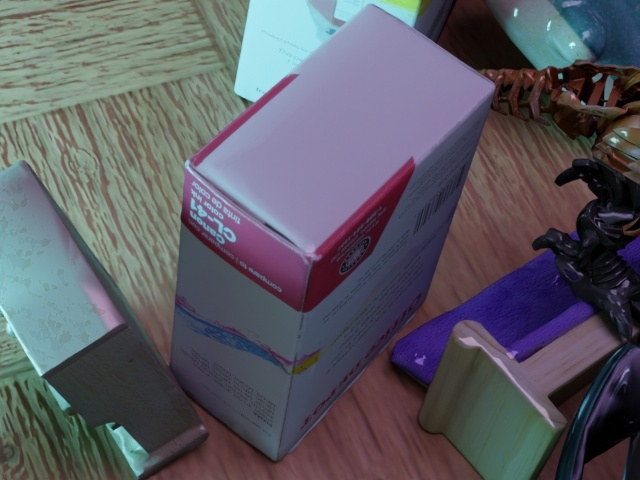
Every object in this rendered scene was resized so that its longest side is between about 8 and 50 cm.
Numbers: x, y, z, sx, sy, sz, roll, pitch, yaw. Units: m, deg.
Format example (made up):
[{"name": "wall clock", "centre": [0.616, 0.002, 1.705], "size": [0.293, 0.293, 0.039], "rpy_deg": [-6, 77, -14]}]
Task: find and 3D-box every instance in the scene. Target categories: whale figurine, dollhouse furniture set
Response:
[{"name": "whale figurine", "centre": [0.263, -0.198, 1.604], "size": [0.141, 0.216, 0.272], "rpy_deg": [-41, 88, 11]}, {"name": "dollhouse furniture set", "centre": [-0.316, 0.150, 1.297], "size": [0.394, 0.256, 0.362], "rpy_deg": [-33, 66, -4]}]

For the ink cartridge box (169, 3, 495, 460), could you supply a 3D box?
[{"name": "ink cartridge box", "centre": [0.000, 0.000, 1.356], "size": [0.131, 0.306, 0.226], "rpy_deg": [36, 58, 15]}]

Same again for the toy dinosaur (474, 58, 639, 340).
[{"name": "toy dinosaur", "centre": [0.258, -0.067, 1.321], "size": [0.322, 0.218, 0.164], "rpy_deg": [40, 59, 20]}]

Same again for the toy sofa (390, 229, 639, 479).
[{"name": "toy sofa", "centre": [0.243, 0.045, 1.466], "size": [0.362, 0.150, 0.177], "rpy_deg": [-31, 68, -26]}]

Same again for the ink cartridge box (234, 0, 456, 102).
[{"name": "ink cartridge box", "centre": [0.065, -0.312, 1.527], "size": [0.160, 0.385, 0.279], "rpy_deg": [24, 56, 5]}]

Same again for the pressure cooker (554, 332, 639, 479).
[{"name": "pressure cooker", "centre": [0.363, 0.238, 1.182], "size": [0.420, 0.375, 0.370], "rpy_deg": [7, 19, -3]}]
